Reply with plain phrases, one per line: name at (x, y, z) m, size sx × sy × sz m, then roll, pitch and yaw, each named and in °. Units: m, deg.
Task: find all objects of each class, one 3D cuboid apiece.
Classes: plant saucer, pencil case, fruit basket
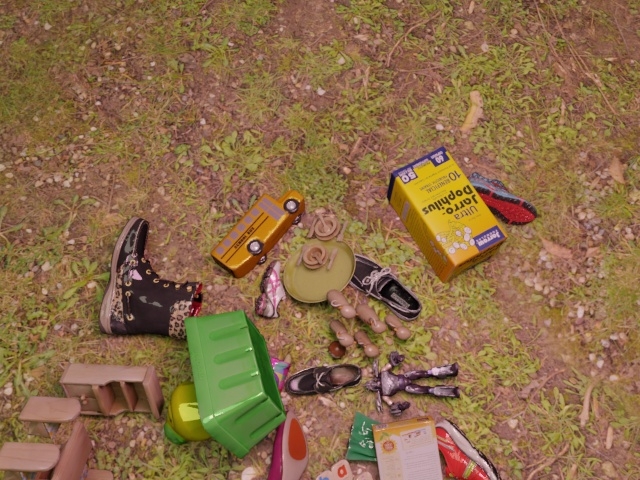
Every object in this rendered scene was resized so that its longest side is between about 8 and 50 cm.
plant saucer at (0.001, 0.097, 1.885) m, size 0.241 × 0.037 × 0.240 m, roll -13°, pitch 51°, yaw 17°
pencil case at (-0.164, 0.457, 1.758) m, size 0.105 × 0.104 × 0.236 m, roll 14°, pitch 69°, yaw 6°
fruit basket at (-0.309, 0.421, 1.665) m, size 0.392 × 0.283 × 0.391 m, roll -12°, pitch 48°, yaw 14°

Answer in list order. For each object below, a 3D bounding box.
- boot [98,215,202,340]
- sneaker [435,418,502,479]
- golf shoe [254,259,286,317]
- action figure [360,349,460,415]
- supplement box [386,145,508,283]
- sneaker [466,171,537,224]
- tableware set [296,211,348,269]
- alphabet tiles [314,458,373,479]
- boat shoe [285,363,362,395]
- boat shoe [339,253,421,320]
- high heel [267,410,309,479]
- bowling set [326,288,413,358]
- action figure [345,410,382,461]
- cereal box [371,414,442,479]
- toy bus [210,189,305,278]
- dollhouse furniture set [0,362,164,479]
boot at (-0.507, 0.125, 1.870) m, size 0.285 × 0.138 × 0.377 m, roll 9°, pitch 74°, yaw 6°
sneaker at (0.411, 0.639, 1.694) m, size 0.118 × 0.107 × 0.279 m, roll -44°, pitch 70°, yaw 5°
golf shoe at (-0.149, 0.155, 1.898) m, size 0.086 × 0.067 × 0.186 m, roll 18°, pitch 70°, yaw -18°
action figure at (0.260, 0.415, 1.768) m, size 0.285 × 0.099 × 0.185 m, roll -5°, pitch 78°, yaw 4°
supplement box at (0.387, -0.079, 1.897) m, size 0.194 × 0.195 × 0.356 m, roll -28°, pitch 72°, yaw -9°
sneaker at (0.593, -0.149, 1.966) m, size 0.262 × 0.104 × 0.125 m, roll 25°, pitch 47°, yaw -5°
tableware set at (0.000, 0.000, 1.905) m, size 0.128 × 0.039 × 0.194 m, roll 5°, pitch 59°, yaw 29°
alphabet tiles at (0.044, 0.746, 1.604) m, size 0.284 × 0.021 × 0.277 m, roll -22°, pitch 96°, yaw -33°
boat shoe at (0.008, 0.408, 1.786) m, size 0.233 × 0.079 × 0.083 m, roll -9°, pitch 71°, yaw -1°
boat shoe at (0.182, 0.135, 1.868) m, size 0.306 × 0.105 × 0.113 m, roll 42°, pitch 76°, yaw 15°
high heel at (-0.135, 0.674, 1.685) m, size 0.181 × 0.127 × 0.377 m, roll -24°, pitch 47°, yaw 30°
bowling set at (0.117, 0.287, 1.770) m, size 0.287 × 0.154 × 0.199 m, roll 22°, pitch 99°, yaw -23°
action figure at (0.195, 0.589, 1.721) m, size 0.232 × 0.063 × 0.137 m, roll 16°, pitch 69°, yaw 0°
cereal box at (0.244, 0.618, 1.666) m, size 0.173 × 0.047 × 0.240 m, roll -8°, pitch 96°, yaw -3°
toy bus at (-0.192, -0.032, 1.939) m, size 0.130 × 0.108 × 0.332 m, roll 36°, pitch 75°, yaw 15°
dollhouse furniture set at (-0.606, 0.539, 1.614) m, size 0.257 × 0.362 × 0.394 m, roll 1°, pitch 40°, yaw 3°
